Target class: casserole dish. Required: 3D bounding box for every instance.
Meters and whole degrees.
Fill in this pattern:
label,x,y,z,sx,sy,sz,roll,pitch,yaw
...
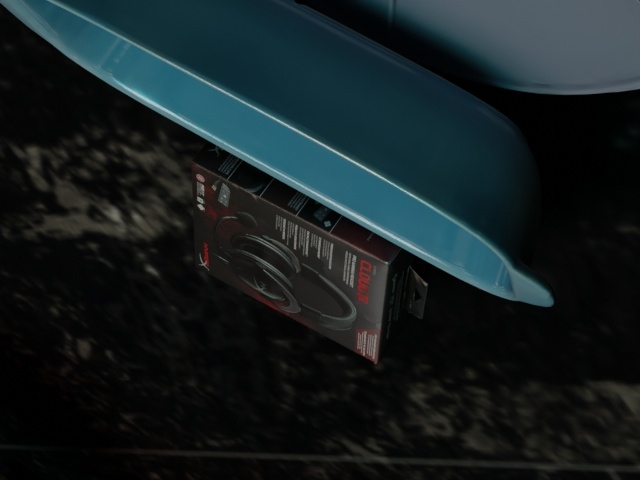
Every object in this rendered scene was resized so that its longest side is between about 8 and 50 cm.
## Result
label,x,y,z,sx,sy,sz,roll,pitch,yaw
casserole dish,-0.009,-0.041,0.521,0.188,0.037,0.114,28,174,13

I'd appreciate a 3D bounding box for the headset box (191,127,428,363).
label,x,y,z,sx,sy,sz,roll,pitch,yaw
headset box,0.000,0.000,0.605,0.083,0.032,0.062,29,149,16

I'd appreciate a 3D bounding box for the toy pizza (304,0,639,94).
label,x,y,z,sx,sy,sz,roll,pitch,yaw
toy pizza,0.027,-0.115,0.418,0.201,0.032,0.201,26,150,17

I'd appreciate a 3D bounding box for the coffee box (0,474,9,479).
label,x,y,z,sx,sy,sz,roll,pitch,yaw
coffee box,-0.151,0.397,1.011,0.338,0.334,0.338,33,149,2
